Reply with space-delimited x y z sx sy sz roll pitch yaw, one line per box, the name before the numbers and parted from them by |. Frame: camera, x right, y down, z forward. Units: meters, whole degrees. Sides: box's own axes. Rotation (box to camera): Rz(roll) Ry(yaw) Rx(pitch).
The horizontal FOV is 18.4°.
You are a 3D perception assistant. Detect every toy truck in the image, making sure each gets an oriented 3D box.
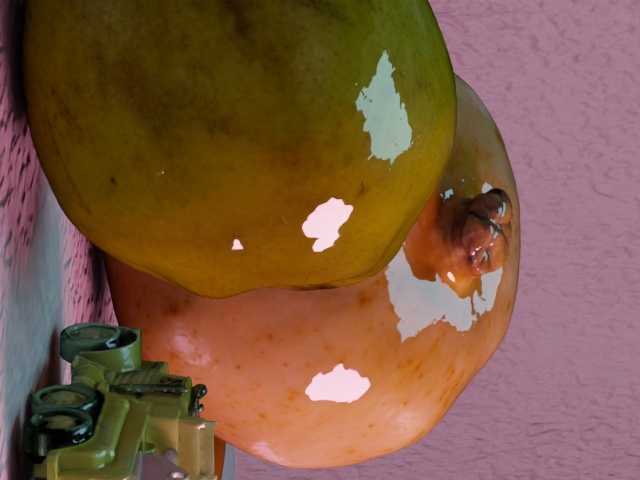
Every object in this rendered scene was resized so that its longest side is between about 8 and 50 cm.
toy truck | -0.133 0.153 1.396 0.259 0.135 0.128 -100 -170 -73

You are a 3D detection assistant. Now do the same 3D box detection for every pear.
pear | -0.062 -0.131 1.313 0.287 0.287 0.375 -88 165 -75

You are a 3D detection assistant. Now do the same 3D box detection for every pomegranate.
pomegranate | 0.000 0.000 1.727 0.411 0.411 0.411 0 90 -90

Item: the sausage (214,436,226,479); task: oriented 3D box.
sausage | -0.145 0.206 2.016 0.274 0.105 0.105 -89 179 -62
